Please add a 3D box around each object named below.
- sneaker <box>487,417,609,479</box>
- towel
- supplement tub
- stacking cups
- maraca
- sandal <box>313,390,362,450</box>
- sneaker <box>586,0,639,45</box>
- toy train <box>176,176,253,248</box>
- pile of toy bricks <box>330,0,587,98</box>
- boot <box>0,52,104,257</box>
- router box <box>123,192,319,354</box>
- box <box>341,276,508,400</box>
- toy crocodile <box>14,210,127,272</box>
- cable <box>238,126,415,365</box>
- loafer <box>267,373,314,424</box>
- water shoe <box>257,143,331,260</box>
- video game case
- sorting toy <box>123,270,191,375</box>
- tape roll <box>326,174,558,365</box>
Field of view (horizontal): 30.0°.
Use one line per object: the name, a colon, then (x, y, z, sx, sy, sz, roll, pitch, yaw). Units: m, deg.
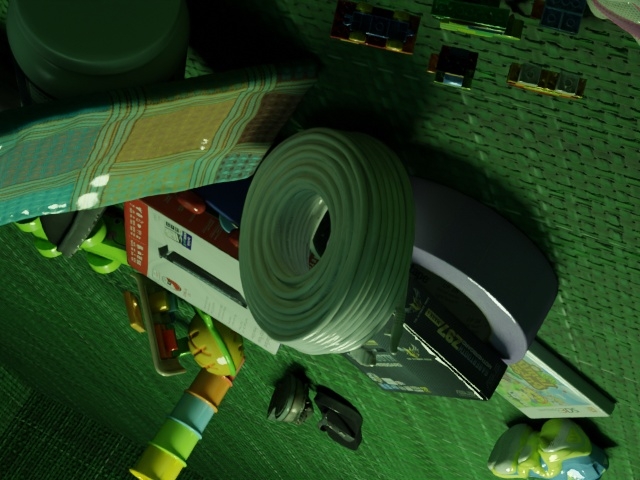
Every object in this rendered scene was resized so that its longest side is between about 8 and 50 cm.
sneaker: (0.352, 0.342, 1.828, 0.126, 0.091, 0.240, 35, 158, -7)
towel: (-0.205, -0.098, 1.308, 0.040, 0.370, 0.271, 70, 154, 14)
supplement tub: (-0.243, -0.208, 1.319, 0.191, 0.191, 0.272, 32, 159, 3)
stacking cups: (-0.252, 0.348, 2.379, 0.096, 0.316, 0.096, 30, 162, 11)
maraca: (-0.204, 0.175, 2.242, 0.127, 0.099, 0.186, 30, 147, 58)
sandal: (0.037, 0.376, 2.395, 0.097, 0.054, 0.254, 23, 157, 23)
sneaker: (0.292, -0.155, 0.827, 0.252, 0.103, 0.111, 36, 164, 11)
toy train: (-0.161, -0.088, 1.615, 0.248, 0.105, 0.143, 38, 172, -13)
pile of toy bricks: (0.124, -0.187, 1.007, 0.212, 0.118, 0.105, 14, -175, 4)
boot: (-0.509, -0.180, 1.815, 0.445, 0.146, 0.367, 33, 151, -9)
router box: (-0.159, 0.029, 1.872, 0.301, 0.082, 0.335, 31, 159, 4)
box: (0.095, 0.123, 1.503, 0.183, 0.059, 0.232, 43, 156, -22)
toy crocodile: (-0.438, -0.026, 2.144, 0.340, 0.105, 0.115, 15, 153, 28)
cable: (0.000, 0.000, 1.349, 0.089, 0.257, 0.257, 11, 179, -38)
loafer: (-0.046, 0.322, 2.375, 0.084, 0.096, 0.267, 17, 168, -6)
water shoe: (-0.017, -0.052, 1.540, 0.080, 0.073, 0.203, 41, 166, 48)
video game case: (0.277, 0.182, 1.675, 0.212, 0.023, 0.193, 38, 158, -14)
sorting toy: (-0.283, 0.148, 2.175, 0.347, 0.047, 0.196, 40, -147, -84)
tape roll: (0.145, 0.040, 1.458, 0.275, 0.090, 0.275, 29, 159, 12)
